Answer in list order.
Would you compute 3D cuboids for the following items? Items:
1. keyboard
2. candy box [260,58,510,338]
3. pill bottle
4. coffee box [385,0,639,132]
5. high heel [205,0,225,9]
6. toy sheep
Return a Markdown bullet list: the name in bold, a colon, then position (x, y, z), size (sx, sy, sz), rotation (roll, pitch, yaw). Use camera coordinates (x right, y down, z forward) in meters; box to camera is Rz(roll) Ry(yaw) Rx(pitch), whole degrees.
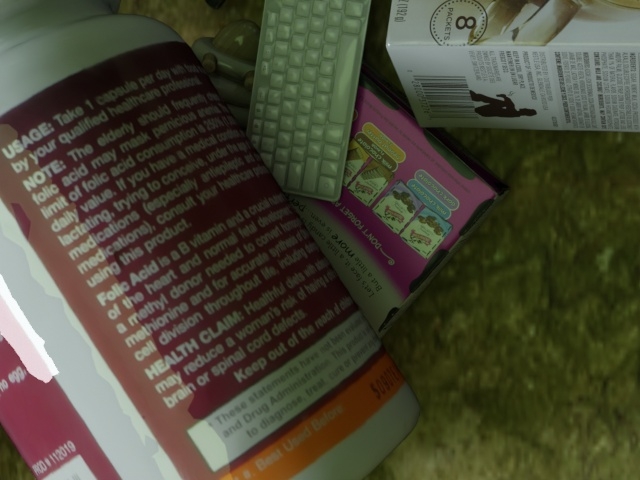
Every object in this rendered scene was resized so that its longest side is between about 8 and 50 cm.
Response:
- **keyboard**: position (-0.002, -0.156, 0.785), size (0.072, 0.014, 0.256), rotation (13, 103, 17)
- **candy box**: position (0.000, 0.000, 0.851), size (0.159, 0.071, 0.233), rotation (43, 105, 10)
- **pill bottle**: position (-0.132, 0.004, 0.732), size (0.224, 0.224, 0.392), rotation (-34, 88, 18)
- **coffee box**: position (0.204, -0.162, 0.717), size (0.297, 0.119, 0.168), rotation (3, 70, 17)
- **high heel**: position (0.022, -0.246, 0.824), size (0.261, 0.093, 0.186), rotation (9, 109, 15)
- **toy sheep**: position (-0.074, -0.099, 0.859), size (0.091, 0.091, 0.132), rotation (31, 110, 13)
